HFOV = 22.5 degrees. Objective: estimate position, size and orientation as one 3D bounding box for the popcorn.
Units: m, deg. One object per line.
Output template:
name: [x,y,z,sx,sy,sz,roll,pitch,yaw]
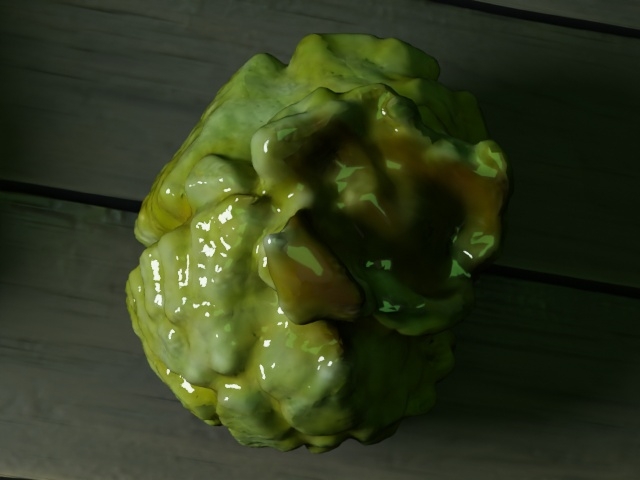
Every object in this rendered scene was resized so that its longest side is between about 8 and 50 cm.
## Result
popcorn: [0.000,0.000,1.010,0.224,0.270,0.258,27,119,2]
